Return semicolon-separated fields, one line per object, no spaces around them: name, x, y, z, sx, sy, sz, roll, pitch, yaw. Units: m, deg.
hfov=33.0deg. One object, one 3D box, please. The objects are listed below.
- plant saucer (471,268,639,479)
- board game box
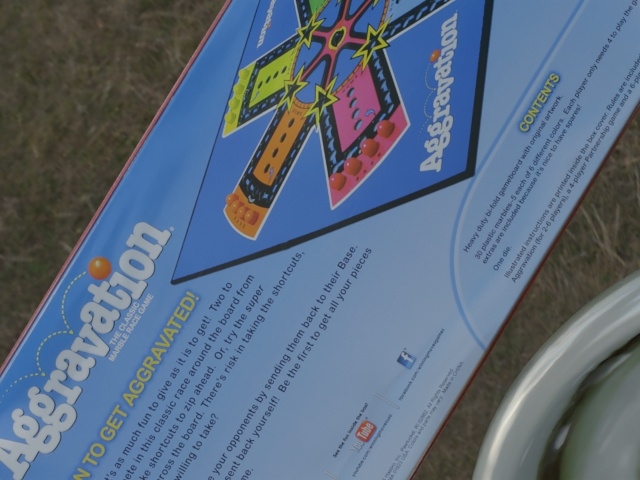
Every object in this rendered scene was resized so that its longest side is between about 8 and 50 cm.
plant saucer;0.269;0.148;0.472;0.400;0.400;0.100;1;27;27
board game box;0.000;0.000;0.381;0.281;0.145;0.027;-58;11;-1
